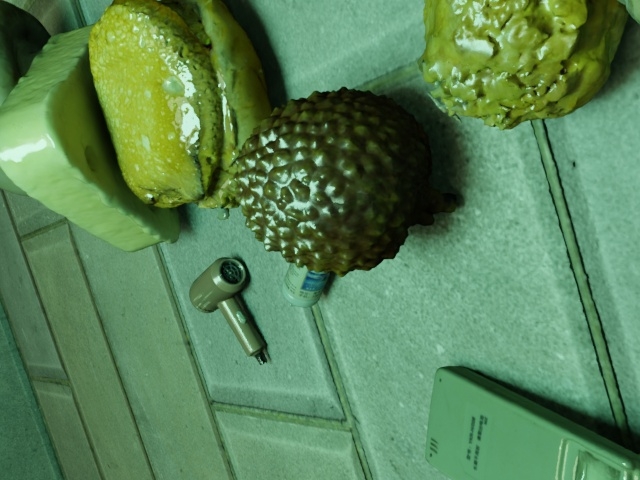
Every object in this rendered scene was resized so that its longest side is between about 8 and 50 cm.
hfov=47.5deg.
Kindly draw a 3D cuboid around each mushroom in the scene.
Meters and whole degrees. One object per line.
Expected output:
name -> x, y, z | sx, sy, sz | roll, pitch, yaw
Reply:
mushroom -> -0.516, -0.261, 1.309 | 0.362, 0.294, 0.362 | -21, -90, -86

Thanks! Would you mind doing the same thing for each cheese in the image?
cheese -> -0.340, -0.131, 1.162 | 0.104, 0.384, 0.384 | -16, 96, 11

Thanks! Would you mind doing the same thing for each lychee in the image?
lychee -> 0.027, -0.060, 0.765 | 0.238, 0.200, 0.200 | 13, 127, 1

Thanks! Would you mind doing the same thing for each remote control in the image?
remote control -> 0.203, 0.221, 0.730 | 0.285, 0.038, 0.123 | 14, 99, 63

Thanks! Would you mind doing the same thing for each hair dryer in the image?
hair dryer -> -0.134, 0.121, 1.181 | 0.182, 0.064, 0.117 | 57, 141, 3

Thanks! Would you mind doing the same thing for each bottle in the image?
bottle -> 0.000, 0.000, 0.939 | 0.060, 0.060, 0.217 | 48, 140, 26

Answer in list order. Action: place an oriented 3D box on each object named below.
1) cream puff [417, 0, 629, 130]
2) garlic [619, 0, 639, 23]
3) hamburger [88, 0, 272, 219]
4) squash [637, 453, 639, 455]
cream puff -> 0.154, -0.181, 0.599 | 0.189, 0.129, 0.189 | 25, 123, 46
garlic -> 0.249, -0.233, 0.429 | 0.228, 0.152, 0.228 | 21, 118, 45
hamburger -> -0.187, -0.181, 0.998 | 0.290, 0.170, 0.314 | -3, 105, 56
squash -> 0.270, 0.253, 0.707 | 0.250, 0.083, 0.083 | -35, 79, 56
